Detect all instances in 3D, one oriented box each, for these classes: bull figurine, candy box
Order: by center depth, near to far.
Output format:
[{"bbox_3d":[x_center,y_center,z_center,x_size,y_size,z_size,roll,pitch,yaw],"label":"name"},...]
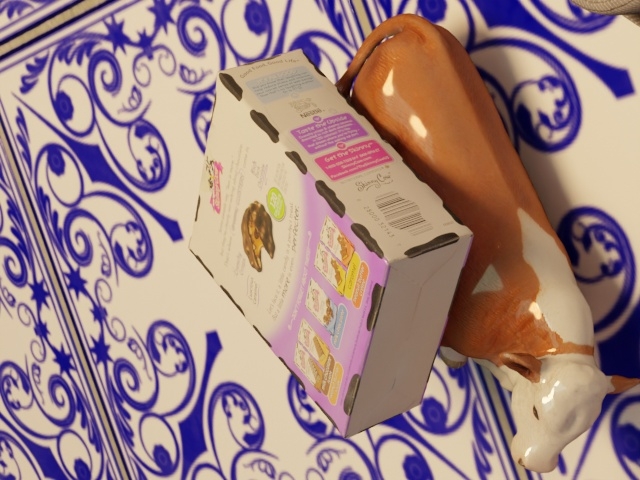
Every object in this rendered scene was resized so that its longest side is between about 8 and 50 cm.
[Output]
[{"bbox_3d":[0.000,0.000,1.214,0.196,0.070,0.165,49,144,32],"label":"candy box"},{"bbox_3d":[0.092,0.006,1.235,0.188,0.101,0.310,-27,81,56],"label":"bull figurine"}]

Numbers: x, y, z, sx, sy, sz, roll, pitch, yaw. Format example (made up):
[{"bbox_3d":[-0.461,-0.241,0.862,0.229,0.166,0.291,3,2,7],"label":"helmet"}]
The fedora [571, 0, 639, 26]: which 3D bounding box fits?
[{"bbox_3d":[0.198,-0.218,1.003,0.275,0.124,0.244,-34,81,49],"label":"fedora"}]
